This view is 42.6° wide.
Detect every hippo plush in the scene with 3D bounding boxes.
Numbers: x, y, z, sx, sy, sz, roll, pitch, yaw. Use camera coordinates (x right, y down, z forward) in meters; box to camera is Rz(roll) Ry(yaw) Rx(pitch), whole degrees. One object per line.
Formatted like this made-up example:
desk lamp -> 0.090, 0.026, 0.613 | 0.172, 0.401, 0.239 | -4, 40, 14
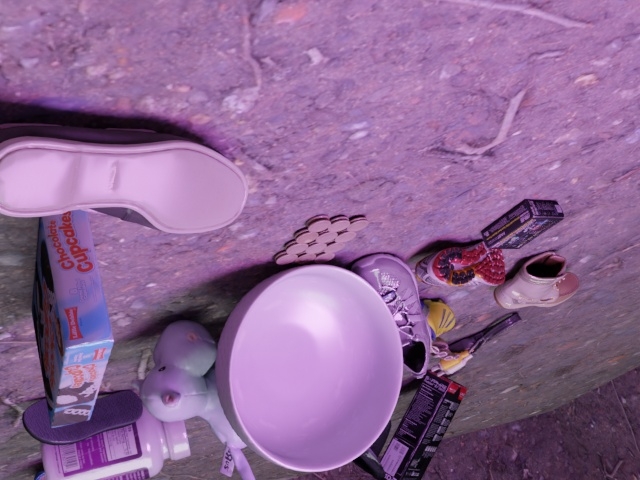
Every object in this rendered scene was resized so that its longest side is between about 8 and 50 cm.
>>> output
hippo plush -> -0.224, 0.263, 1.493 | 0.236, 0.295, 0.234 | 22, 170, -31

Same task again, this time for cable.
cable -> 0.436, 0.287, 2.229 | 0.287, 0.072, 0.139 | -30, 160, 26

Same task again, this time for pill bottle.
pill bottle -> -0.446, 0.452, 1.803 | 0.301, 0.169, 0.169 | -12, 157, -14

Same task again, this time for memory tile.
memory tile -> 0.000, 0.000, 1.307 | 0.113, 0.012, 0.148 | -2, 153, -34

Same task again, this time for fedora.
fedora -> 0.109, 0.544, 2.400 | 0.152, 0.334, 0.334 | -47, 163, -15

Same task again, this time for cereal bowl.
cereal bowl -> -0.032, 0.211, 1.393 | 0.338, 0.339, 0.141 | -4, 177, -31

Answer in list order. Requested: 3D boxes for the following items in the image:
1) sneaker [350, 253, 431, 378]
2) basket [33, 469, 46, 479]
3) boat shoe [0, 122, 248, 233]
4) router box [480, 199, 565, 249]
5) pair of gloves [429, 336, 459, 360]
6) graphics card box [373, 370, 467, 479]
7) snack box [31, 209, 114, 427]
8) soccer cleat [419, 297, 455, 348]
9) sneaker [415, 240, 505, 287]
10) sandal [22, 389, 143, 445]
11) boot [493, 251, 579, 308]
sneaker -> 0.146, 0.137, 1.503 | 0.105, 0.115, 0.281 | -25, 126, 14
basket -> -0.608, 0.654, 2.061 | 0.254, 0.201, 0.289 | -6, -174, -29
boat shoe -> -0.222, -0.077, 0.885 | 0.335, 0.095, 0.112 | 3, 114, -49
router box -> 0.366, -0.028, 1.490 | 0.092, 0.038, 0.122 | 0, 151, -38
pair of gloves -> 0.159, 0.232, 1.791 | 0.240, 0.042, 0.204 | 0, -173, -37
graphics card box -> 0.313, 0.593, 2.546 | 0.371, 0.094, 0.233 | -63, 154, -3
snack box -> -0.331, 0.107, 1.071 | 0.060, 0.187, 0.322 | -7, 155, -25
soccer cleat -> 0.218, 0.182, 1.750 | 0.093, 0.121, 0.289 | -28, 156, 21
sneaker -> 0.269, 0.046, 1.553 | 0.225, 0.088, 0.092 | 3, 170, -41
sandal -> -0.482, 0.365, 1.668 | 0.254, 0.097, 0.054 | 4, 149, -43
boot -> 0.506, 0.083, 1.807 | 0.213, 0.077, 0.165 | -7, 153, -19
